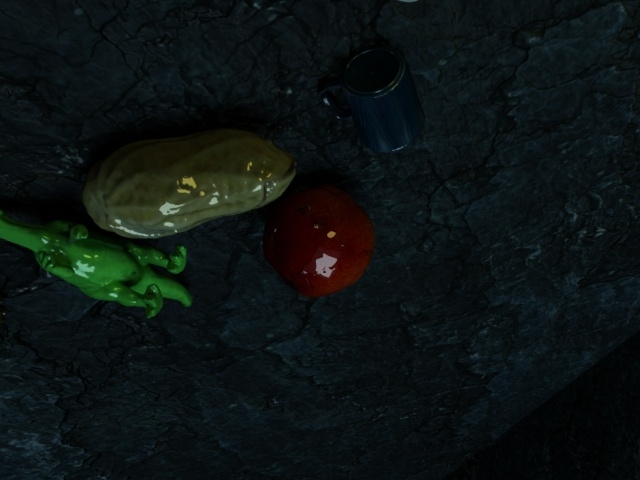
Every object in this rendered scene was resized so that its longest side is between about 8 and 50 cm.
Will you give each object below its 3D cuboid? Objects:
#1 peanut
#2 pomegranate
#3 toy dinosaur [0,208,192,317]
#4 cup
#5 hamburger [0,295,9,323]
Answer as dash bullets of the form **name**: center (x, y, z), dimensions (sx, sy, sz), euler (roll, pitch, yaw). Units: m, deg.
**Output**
- **peanut**: center (-0.211, -0.098, 1.316), dimensions (0.340, 0.158, 0.174), euler (-17, 175, -8)
- **pomegranate**: center (0.000, 0.000, 1.533), dimensions (0.210, 0.210, 0.235), euler (-26, 174, 14)
- **toy dinosaur**: center (-0.430, 0.054, 1.498), dimensions (0.374, 0.144, 0.500), euler (15, 165, -2)
- **cup**: center (0.082, -0.220, 1.313), dimensions (0.150, 0.113, 0.138), euler (-23, 145, 5)
- **hamburger**: center (-0.684, 0.136, 1.484), dimensions (0.206, 0.130, 0.183), euler (-28, 164, -8)
